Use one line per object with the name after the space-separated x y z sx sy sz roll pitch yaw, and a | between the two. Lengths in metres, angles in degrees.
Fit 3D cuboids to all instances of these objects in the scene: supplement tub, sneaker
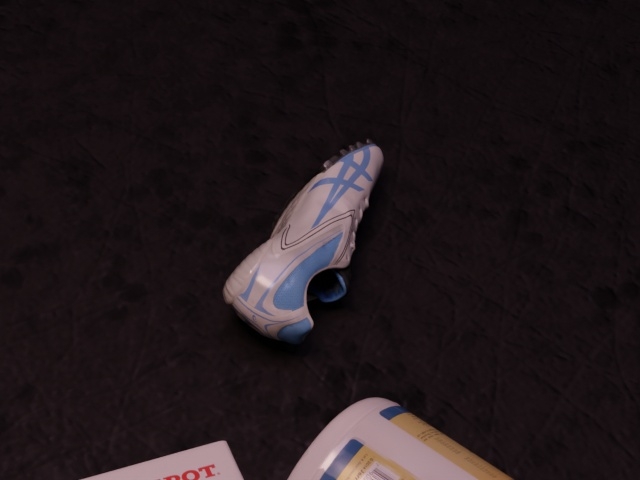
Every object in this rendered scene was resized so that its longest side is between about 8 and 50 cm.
0.079 0.214 1.143 0.200 0.144 0.144 32 50 22 | supplement tub
0.000 0.000 1.400 0.086 0.085 0.237 40 45 -5 | sneaker

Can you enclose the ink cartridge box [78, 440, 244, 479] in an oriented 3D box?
-0.102 0.266 1.100 0.172 0.100 0.237 -13 49 -20 | ink cartridge box
